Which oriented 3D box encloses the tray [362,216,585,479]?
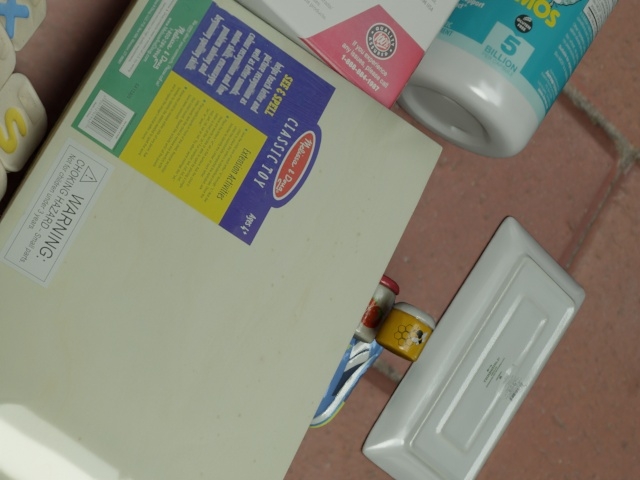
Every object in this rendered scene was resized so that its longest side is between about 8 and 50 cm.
[{"bbox_3d":[0.159,0.125,1.484,0.145,0.030,0.270,42,75,-35],"label":"tray"}]

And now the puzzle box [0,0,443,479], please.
[{"bbox_3d":[-0.101,0.024,1.138,0.272,0.052,0.409,34,66,-14],"label":"puzzle box"}]

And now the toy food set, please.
[{"bbox_3d":[0.000,0.000,1.283,0.232,0.111,0.104,30,81,-6],"label":"toy food set"}]

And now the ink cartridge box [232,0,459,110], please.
[{"bbox_3d":[0.033,-0.276,1.254,0.207,0.117,0.283,40,77,-34],"label":"ink cartridge box"}]

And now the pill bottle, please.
[{"bbox_3d":[0.177,-0.214,1.353,0.146,0.146,0.264,41,75,-34],"label":"pill bottle"}]

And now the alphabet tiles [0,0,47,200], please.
[{"bbox_3d":[-0.271,-0.148,1.031,0.284,0.021,0.278,67,33,-34],"label":"alphabet tiles"}]

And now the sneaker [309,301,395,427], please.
[{"bbox_3d":[0.014,0.093,1.359,0.059,0.053,0.144,41,75,-32],"label":"sneaker"}]
